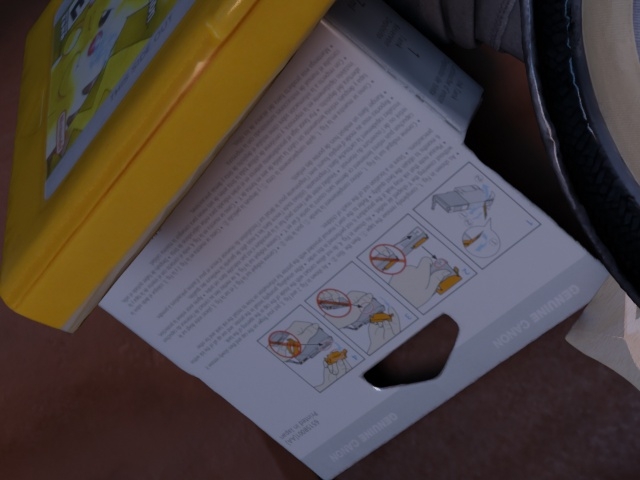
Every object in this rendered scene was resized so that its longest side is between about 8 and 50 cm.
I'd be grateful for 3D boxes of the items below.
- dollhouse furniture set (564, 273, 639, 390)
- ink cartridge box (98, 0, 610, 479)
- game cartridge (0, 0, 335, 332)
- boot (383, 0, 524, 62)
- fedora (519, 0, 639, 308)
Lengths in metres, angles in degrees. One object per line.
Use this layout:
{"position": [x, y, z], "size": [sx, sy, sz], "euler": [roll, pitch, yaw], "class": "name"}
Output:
{"position": [0.245, 0.040, 0.629], "size": [0.183, 0.129, 0.129], "euler": [38, 114, 17], "class": "dollhouse furniture set"}
{"position": [0.000, 0.000, 0.766], "size": [0.239, 0.060, 0.275], "euler": [39, 130, -12], "class": "ink cartridge box"}
{"position": [-0.068, -0.152, 0.695], "size": [0.052, 0.285, 0.324], "euler": [26, 120, -26], "class": "game cartridge"}
{"position": [0.126, -0.243, 0.650], "size": [0.222, 0.118, 0.338], "euler": [24, 106, 27], "class": "boot"}
{"position": [0.243, -0.090, 0.486], "size": [0.152, 0.334, 0.334], "euler": [-4, 100, 61], "class": "fedora"}
